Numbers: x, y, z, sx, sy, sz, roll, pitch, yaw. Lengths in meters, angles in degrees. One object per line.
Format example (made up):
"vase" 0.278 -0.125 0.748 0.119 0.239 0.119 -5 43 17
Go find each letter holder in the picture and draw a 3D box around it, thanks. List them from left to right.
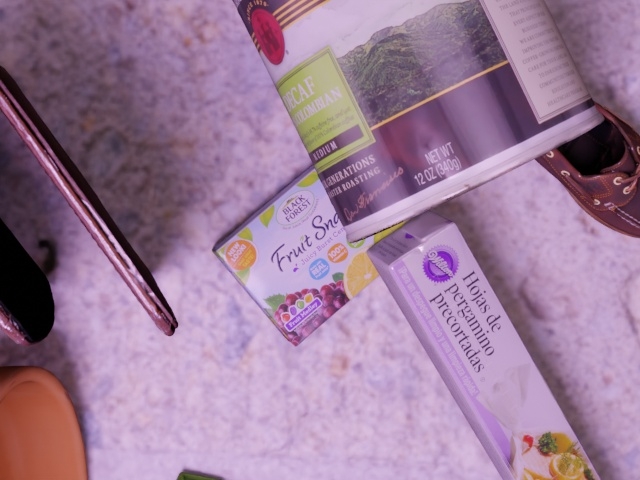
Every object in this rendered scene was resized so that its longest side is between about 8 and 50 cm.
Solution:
"letter holder" -0.212 0.006 0.766 0.152 0.302 0.214 -37 100 -6

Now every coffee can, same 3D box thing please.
"coffee can" 0.050 -0.164 0.839 0.201 0.201 0.275 -27 91 -8

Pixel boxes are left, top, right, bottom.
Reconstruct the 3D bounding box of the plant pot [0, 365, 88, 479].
"plant pot" -0.294 0.226 0.795 0.203 0.291 0.291 1 94 7

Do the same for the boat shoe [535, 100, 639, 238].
"boat shoe" 0.226 -0.065 0.961 0.207 0.073 0.073 32 85 -12

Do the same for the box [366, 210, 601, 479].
"box" 0.147 0.128 0.943 0.063 0.067 0.324 -33 105 -7

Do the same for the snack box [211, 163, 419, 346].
"snack box" 0.000 0.000 0.939 0.141 0.037 0.100 -41 99 -7

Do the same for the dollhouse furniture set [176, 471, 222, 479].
"dollhouse furniture set" -0.119 0.264 0.943 0.076 0.058 0.151 14 110 -18
